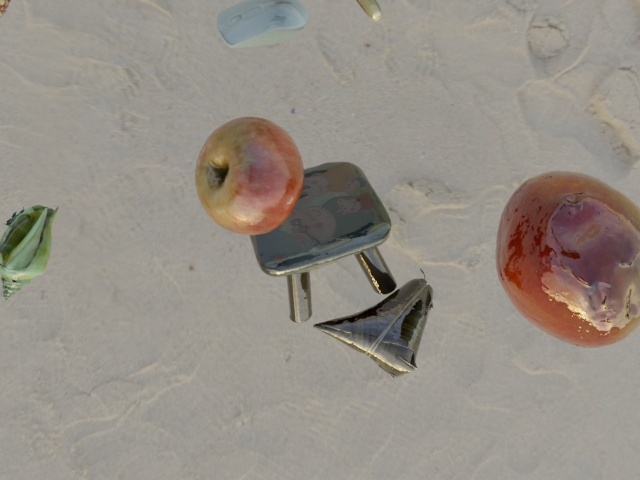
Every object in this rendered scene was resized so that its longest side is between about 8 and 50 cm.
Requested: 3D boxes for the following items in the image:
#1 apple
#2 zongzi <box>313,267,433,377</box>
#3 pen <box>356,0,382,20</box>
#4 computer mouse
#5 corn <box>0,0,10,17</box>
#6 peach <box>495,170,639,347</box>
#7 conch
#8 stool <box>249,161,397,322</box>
[{"bbox_3d":[-0.124,-0.115,1.016,0.164,0.209,0.209,5,103,-49],"label":"apple"},{"bbox_3d":[0.134,0.150,1.298,0.241,0.111,0.248,30,60,-8],"label":"zongzi"},{"bbox_3d":[0.063,-0.459,1.029,0.032,0.233,0.040,-27,144,10],"label":"pen"},{"bbox_3d":[-0.145,-0.551,1.417,0.231,0.079,0.128,-16,66,-11],"label":"computer mouse"},{"bbox_3d":[-0.406,-0.401,0.723,0.098,0.098,0.290,22,91,-12],"label":"corn"},{"bbox_3d":[0.493,0.029,1.109,0.290,0.372,0.373,7,101,12],"label":"peach"},{"bbox_3d":[-0.594,0.021,1.148,0.095,0.079,0.201,12,76,-33],"label":"conch"},{"bbox_3d":[0.000,0.000,1.363,0.310,0.310,0.226,-17,134,-2],"label":"stool"}]
